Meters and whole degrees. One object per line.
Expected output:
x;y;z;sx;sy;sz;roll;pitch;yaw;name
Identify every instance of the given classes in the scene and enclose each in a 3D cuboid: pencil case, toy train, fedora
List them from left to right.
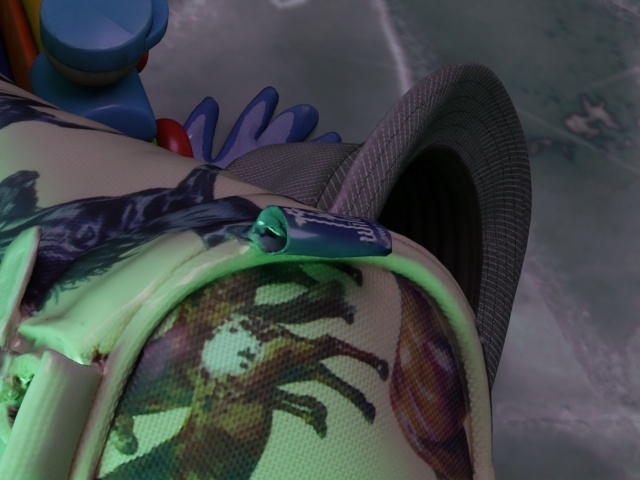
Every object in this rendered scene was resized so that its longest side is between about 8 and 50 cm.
-0.117;0.017;0.693;0.183;0.410;0.160;37;82;-38;pencil case
-0.139;-0.135;0.951;0.105;0.143;0.248;-11;56;-18;toy train
-0.008;0.048;0.845;0.124;0.244;0.275;11;75;23;fedora

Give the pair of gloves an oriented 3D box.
0.000;0.000;0.992;0.198;0.023;0.159;32;52;5;pair of gloves
